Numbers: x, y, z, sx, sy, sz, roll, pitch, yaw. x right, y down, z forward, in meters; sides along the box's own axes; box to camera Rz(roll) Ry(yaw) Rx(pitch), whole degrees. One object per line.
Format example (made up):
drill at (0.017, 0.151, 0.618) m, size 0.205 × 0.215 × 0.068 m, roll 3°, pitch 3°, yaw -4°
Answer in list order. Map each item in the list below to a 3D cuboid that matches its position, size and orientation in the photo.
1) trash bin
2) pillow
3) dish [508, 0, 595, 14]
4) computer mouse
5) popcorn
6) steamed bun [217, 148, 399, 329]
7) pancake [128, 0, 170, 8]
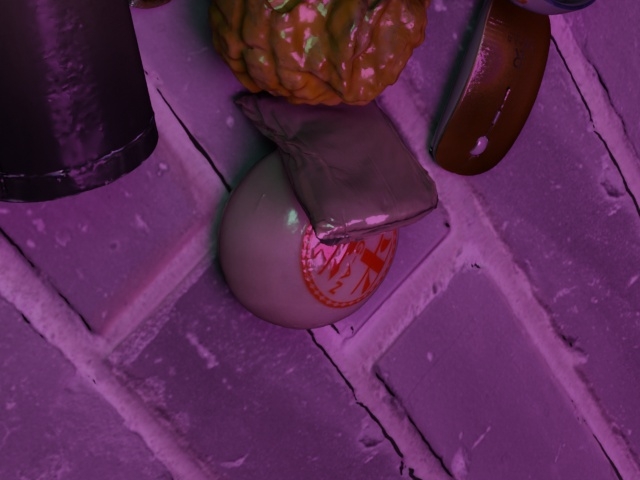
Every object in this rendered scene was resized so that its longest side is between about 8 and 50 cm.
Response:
trash bin at (-0.281, -0.213, 1.595) m, size 0.252 × 0.203 × 0.302 m, roll -33°, pitch 127°, yaw -37°
pillow at (0.016, -0.100, 1.864) m, size 0.173 × 0.270 × 0.067 m, roll -11°, pitch 136°, yaw -25°
dish at (0.213, -0.383, 1.975) m, size 0.273 × 0.133 × 0.273 m, roll 20°, pitch 63°, yaw -44°
computer mouse at (0.218, -0.196, 2.109) m, size 0.126 × 0.056 × 0.245 m, roll 14°, pitch 102°, yaw -41°
popcorn at (0.000, -0.247, 1.803) m, size 0.250 × 0.250 × 0.190 m, roll -34°, pitch 162°, yaw -23°
steamed bun at (0.000, 0.000, 1.957) m, size 0.231 × 0.145 × 0.232 m, roll -17°, pitch 119°, yaw -32°
pancake at (-0.165, -0.309, 1.758) m, size 0.116 × 0.022 × 0.129 m, roll -38°, pitch 144°, yaw -31°
